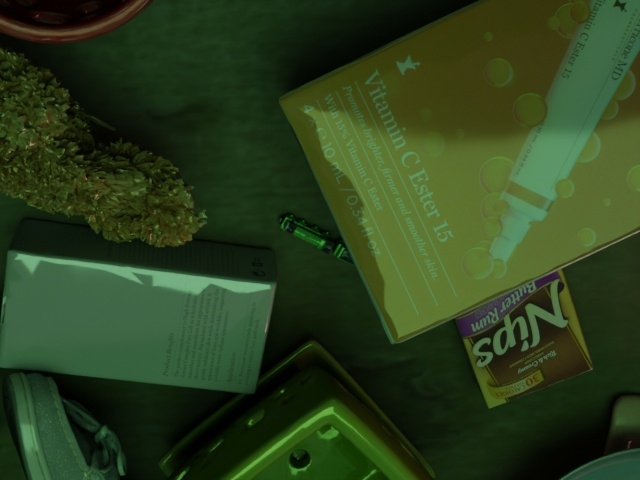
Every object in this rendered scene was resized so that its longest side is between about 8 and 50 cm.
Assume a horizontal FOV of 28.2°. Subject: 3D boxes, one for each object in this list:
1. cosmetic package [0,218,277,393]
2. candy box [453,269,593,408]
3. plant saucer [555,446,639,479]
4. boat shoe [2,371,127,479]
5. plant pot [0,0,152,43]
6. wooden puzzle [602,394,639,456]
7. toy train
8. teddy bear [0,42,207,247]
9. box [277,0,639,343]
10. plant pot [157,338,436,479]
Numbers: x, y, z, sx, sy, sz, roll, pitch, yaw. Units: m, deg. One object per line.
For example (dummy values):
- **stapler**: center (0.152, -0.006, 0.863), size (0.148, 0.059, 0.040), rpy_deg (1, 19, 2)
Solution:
- **cosmetic package**: center (-0.161, 0.058, 1.132), size (0.231, 0.085, 0.117), rpy_deg (9, 111, -8)
- **candy box**: center (0.174, 0.053, 1.188), size (0.109, 0.053, 0.186), rpy_deg (-22, 114, 2)
- **plant saucer**: center (0.312, 0.345, 1.270), size (0.318, 0.043, 0.317), rpy_deg (-2, 105, -9)
- **boat shoe**: center (-0.203, 0.234, 1.173), size (0.103, 0.118, 0.320), rpy_deg (-26, 125, -11)
- **plant pot**: center (-0.196, -0.258, 0.950), size (0.191, 0.174, 0.191), rpy_deg (-3, 113, -7)
- **wooden puzzle**: center (0.381, 0.274, 1.311), size (0.221, 0.044, 0.238), rpy_deg (5, 107, -8)
- **toy train**: center (0.000, 0.000, 1.159), size (0.083, 0.023, 0.017), rpy_deg (25, 107, -16)
- **teddy bear**: center (-0.246, -0.080, 0.992), size (0.338, 0.245, 0.113), rpy_deg (39, 78, -46)
- **box**: center (0.167, -0.093, 1.036), size (0.345, 0.168, 0.215), rpy_deg (-26, 94, 3)
- **plant pot**: center (-0.015, 0.238, 1.149), size (0.228, 0.207, 0.227), rpy_deg (-39, 108, 8)
